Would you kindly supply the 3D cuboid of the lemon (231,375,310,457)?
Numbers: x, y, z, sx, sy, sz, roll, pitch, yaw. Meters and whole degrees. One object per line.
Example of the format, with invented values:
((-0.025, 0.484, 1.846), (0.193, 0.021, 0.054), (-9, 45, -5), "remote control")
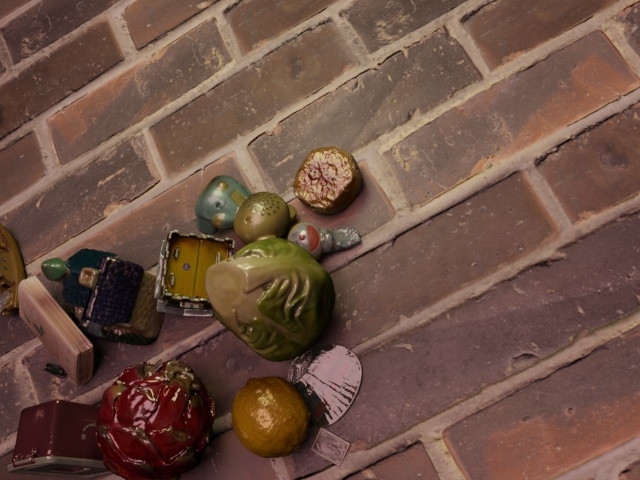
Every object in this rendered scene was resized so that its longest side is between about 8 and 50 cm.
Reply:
((-0.127, 0.451, 1.676), (0.192, 0.192, 0.231), (-41, 65, 2), "lemon")

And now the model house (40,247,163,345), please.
((-0.632, 0.145, 1.882), (0.298, 0.284, 0.243), (9, 72, 19), "model house")

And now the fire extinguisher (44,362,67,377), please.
((-0.796, 0.397, 1.991), (0.083, 0.025, 0.038), (9, 111, 20), "fire extinguisher")

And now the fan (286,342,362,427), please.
((-0.032, 0.385, 1.765), (0.294, 0.012, 0.223), (1, 76, 18), "fan")

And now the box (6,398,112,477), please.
((-0.669, 0.538, 1.768), (0.193, 0.294, 0.168), (-21, 59, 25), "box")

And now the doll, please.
((-0.211, -0.077, 1.868), (0.260, 0.162, 0.177), (24, 48, 15), "doll")

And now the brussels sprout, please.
((-0.128, 0.140, 1.680), (0.281, 0.354, 0.289), (44, 106, 38), "brussels sprout")

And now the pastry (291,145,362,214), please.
((0.023, -0.168, 1.865), (0.182, 0.093, 0.193), (32, 89, 22), "pastry")

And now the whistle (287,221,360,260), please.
((0.000, 0.000, 1.818), (0.223, 0.123, 0.123), (-7, 72, 0), "whistle")

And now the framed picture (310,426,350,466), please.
((0.025, 0.533, 1.700), (0.089, 0.006, 0.066), (25, 86, 21), "framed picture")

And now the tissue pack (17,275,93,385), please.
((-0.789, 0.268, 1.956), (0.325, 0.170, 0.071), (41, 44, 23), "tissue pack")

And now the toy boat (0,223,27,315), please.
((-1.019, 0.087, 2.101), (0.089, 0.121, 0.321), (-26, 68, 14), "toy boat")

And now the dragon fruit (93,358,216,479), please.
((-0.427, 0.476, 1.705), (0.329, 0.329, 0.329), (-5, 73, 16), "dragon fruit")

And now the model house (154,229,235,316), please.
((-0.357, 0.088, 1.842), (0.198, 0.215, 0.224), (8, 74, -21), "model house")
